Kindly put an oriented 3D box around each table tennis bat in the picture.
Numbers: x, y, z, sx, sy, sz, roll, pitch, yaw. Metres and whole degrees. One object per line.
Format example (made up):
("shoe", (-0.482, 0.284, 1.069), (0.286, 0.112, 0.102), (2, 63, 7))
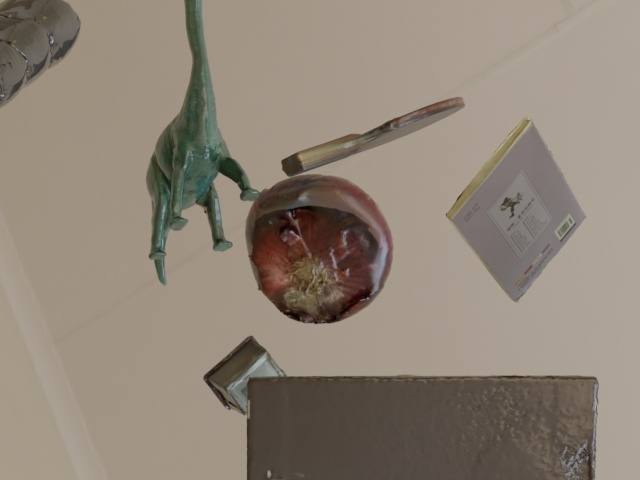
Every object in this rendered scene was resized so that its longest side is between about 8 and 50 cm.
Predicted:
("table tennis bat", (0.053, -0.101, 0.865), (0.130, 0.220, 0.019), (-22, -89, 51))

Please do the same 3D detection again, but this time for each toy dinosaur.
("toy dinosaur", (-0.205, -0.153, 1.289), (0.383, 0.129, 0.330), (-42, -122, 54))

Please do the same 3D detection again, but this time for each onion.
("onion", (0.000, 0.000, 1.554), (0.272, 0.195, 0.272), (5, -68, 11))

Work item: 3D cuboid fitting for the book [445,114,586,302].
("book", (0.203, -0.025, 0.902), (0.127, 0.182, 0.014), (-50, -135, -4))

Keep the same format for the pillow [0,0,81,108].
("pillow", (-0.434, -0.158, 1.014), (0.326, 0.228, 0.101), (-23, -63, 37))

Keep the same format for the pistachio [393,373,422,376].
("pistachio", (0.169, 0.276, 1.479), (0.113, 0.149, 0.113), (-53, -157, 34))

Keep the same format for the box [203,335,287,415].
("box", (-0.091, 0.170, 1.112), (0.060, 0.085, 0.063), (56, -20, -19))

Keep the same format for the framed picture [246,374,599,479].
("framed picture", (0.093, 0.245, 0.822), (0.324, 0.013, 0.244), (1, -86, -1))
